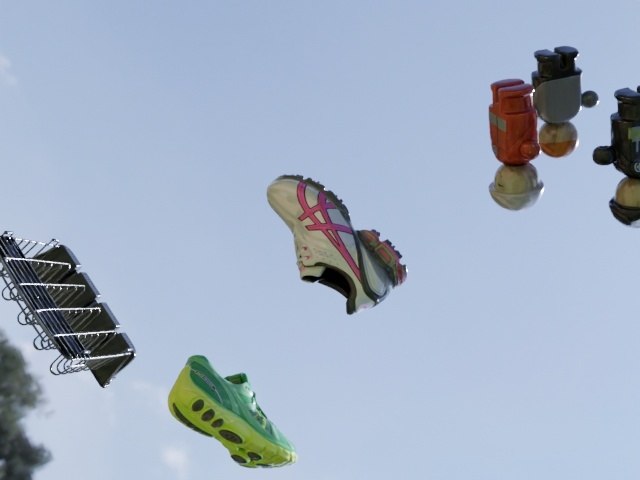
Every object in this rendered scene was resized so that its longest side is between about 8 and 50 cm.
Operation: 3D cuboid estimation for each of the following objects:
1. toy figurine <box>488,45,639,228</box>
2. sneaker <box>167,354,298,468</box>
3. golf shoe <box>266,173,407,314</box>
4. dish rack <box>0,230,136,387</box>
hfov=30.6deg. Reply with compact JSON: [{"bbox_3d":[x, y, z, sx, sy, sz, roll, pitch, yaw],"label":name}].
[{"bbox_3d":[0.297,-0.115,1.268,0.213,0.209,0.148,6,-64,27],"label":"toy figurine"},{"bbox_3d":[-0.124,0.279,1.881,0.109,0.123,0.295,-11,-40,31],"label":"sneaker"},{"bbox_3d":[0.000,0.000,1.217,0.186,0.086,0.067,41,-26,26],"label":"golf shoe"},{"bbox_3d":[-0.338,0.087,1.483,0.208,0.074,0.271,54,5,8],"label":"dish rack"}]
